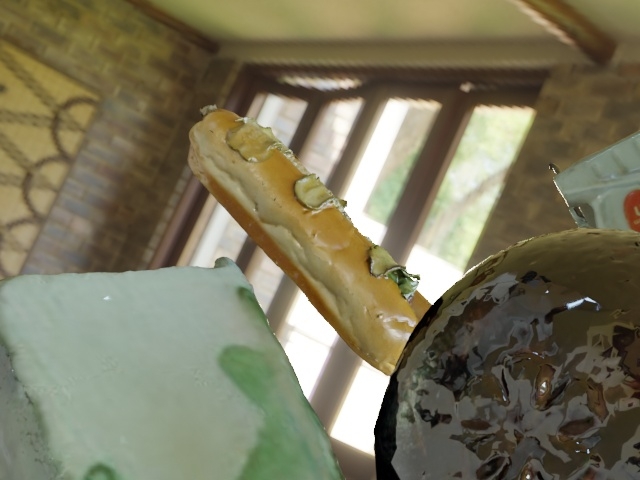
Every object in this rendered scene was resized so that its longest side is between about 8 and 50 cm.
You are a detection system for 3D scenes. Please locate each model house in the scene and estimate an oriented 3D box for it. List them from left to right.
[{"bbox_3d":[-0.141,0.215,0.783,0.194,0.325,0.267,-3,51,-38],"label":"model house"}]

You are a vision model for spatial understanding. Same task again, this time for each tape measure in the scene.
[{"bbox_3d":[0.392,-0.029,1.247,0.125,0.243,0.246,42,21,-58],"label":"tape measure"}]

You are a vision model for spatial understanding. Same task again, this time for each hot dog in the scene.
[{"bbox_3d":[0.000,0.000,0.911,0.269,0.072,0.109,46,6,8],"label":"hot dog"}]

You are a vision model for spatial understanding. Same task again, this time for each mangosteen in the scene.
[{"bbox_3d":[0.136,0.109,0.548,0.216,0.216,0.216,24,-7,3],"label":"mangosteen"}]
